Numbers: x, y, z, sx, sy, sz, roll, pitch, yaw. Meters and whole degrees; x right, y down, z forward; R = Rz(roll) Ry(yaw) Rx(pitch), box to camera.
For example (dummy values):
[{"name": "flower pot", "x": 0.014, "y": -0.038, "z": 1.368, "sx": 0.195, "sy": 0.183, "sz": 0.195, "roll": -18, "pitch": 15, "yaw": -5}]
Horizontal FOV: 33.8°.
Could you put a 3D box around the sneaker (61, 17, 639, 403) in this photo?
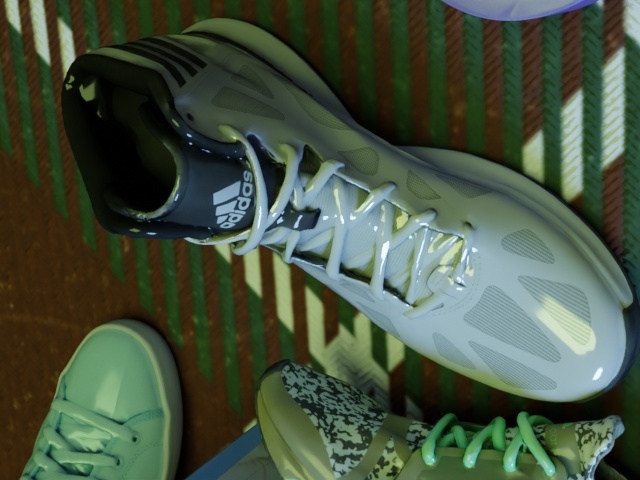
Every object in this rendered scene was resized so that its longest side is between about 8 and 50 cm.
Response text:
[{"name": "sneaker", "x": -0.001, "y": 0.001, "z": 0.737, "sx": 0.447, "sy": 0.257, "sz": 0.169, "roll": 34, "pitch": 116, "yaw": 15}]

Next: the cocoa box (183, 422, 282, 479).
[{"name": "cocoa box", "x": -0.010, "y": 0.355, "z": 0.852, "sx": 0.347, "sy": 0.231, "sz": 0.228, "roll": 39, "pitch": 116, "yaw": 12}]

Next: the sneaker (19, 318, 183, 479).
[{"name": "sneaker", "x": -0.223, "y": 0.248, "z": 0.929, "sx": 0.135, "sy": 0.150, "sz": 0.366, "roll": 14, "pitch": 88, "yaw": 11}]

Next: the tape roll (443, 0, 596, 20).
[{"name": "tape roll", "x": 0.139, "y": -0.244, "z": 0.703, "sx": 0.189, "sy": 0.080, "sz": 0.189, "roll": 7, "pitch": 106, "yaw": 26}]

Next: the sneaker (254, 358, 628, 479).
[{"name": "sneaker", "x": 0.147, "y": 0.178, "z": 0.783, "sx": 0.410, "sy": 0.158, "sz": 0.182, "roll": 30, "pitch": 112, "yaw": 8}]
